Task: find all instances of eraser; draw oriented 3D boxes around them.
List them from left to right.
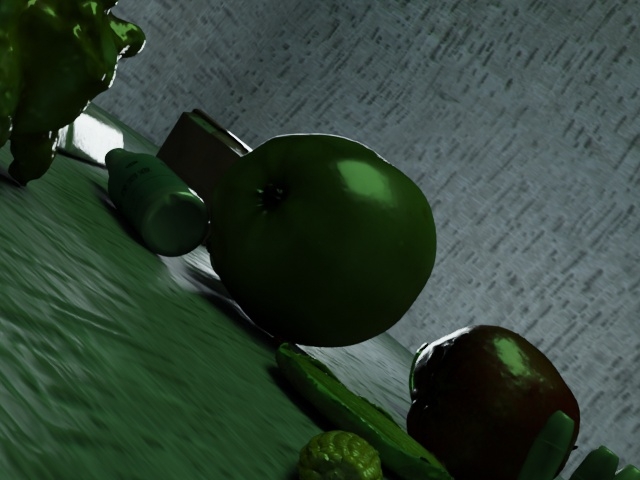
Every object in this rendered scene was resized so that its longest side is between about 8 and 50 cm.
[{"bbox_3d":[-0.500,-0.241,2.190,0.213,0.082,0.397,37,2,5],"label":"eraser"}]

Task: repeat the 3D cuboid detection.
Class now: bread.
[{"bbox_3d":[0.051,0.235,1.533,0.301,0.045,0.301,39,0,0],"label":"bread"}]

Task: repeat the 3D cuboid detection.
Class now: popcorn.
[{"bbox_3d":[-0.374,-0.227,1.397,0.321,0.290,0.325,33,-31,54],"label":"popcorn"}]

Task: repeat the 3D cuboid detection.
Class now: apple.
[{"bbox_3d":[0.000,0.000,1.812,0.357,0.357,0.357,38,2,-1],"label":"apple"}]

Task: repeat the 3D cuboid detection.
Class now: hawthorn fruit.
[{"bbox_3d":[0.282,0.267,1.749,0.300,0.254,0.254,19,11,-29],"label":"hawthorn fruit"}]

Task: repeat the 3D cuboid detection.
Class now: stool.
[{"bbox_3d":[0.349,0.370,1.524,0.195,0.198,0.195,38,3,-15],"label":"stool"}]

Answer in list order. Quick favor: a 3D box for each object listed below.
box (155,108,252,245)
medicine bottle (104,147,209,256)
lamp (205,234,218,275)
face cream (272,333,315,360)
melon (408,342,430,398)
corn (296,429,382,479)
[{"bbox_3d":[-0.241,-0.124,2.342,0.215,0.215,0.086,39,15,16],"label":"box"},{"bbox_3d":[-0.288,-0.083,1.882,0.110,0.110,0.352,37,2,-33],"label":"medicine bottle"},{"bbox_3d":[-0.135,0.042,2.046,0.101,0.101,0.250,39,-3,26],"label":"lamp"},{"bbox_3d":[-0.037,0.172,1.752,0.083,0.021,0.040,37,1,1],"label":"face cream"},{"bbox_3d":[0.256,0.333,2.101,0.265,0.129,0.169,35,-22,30],"label":"melon"},{"bbox_3d":[0.022,0.217,1.090,0.085,0.063,0.165,14,-2,8],"label":"corn"}]
